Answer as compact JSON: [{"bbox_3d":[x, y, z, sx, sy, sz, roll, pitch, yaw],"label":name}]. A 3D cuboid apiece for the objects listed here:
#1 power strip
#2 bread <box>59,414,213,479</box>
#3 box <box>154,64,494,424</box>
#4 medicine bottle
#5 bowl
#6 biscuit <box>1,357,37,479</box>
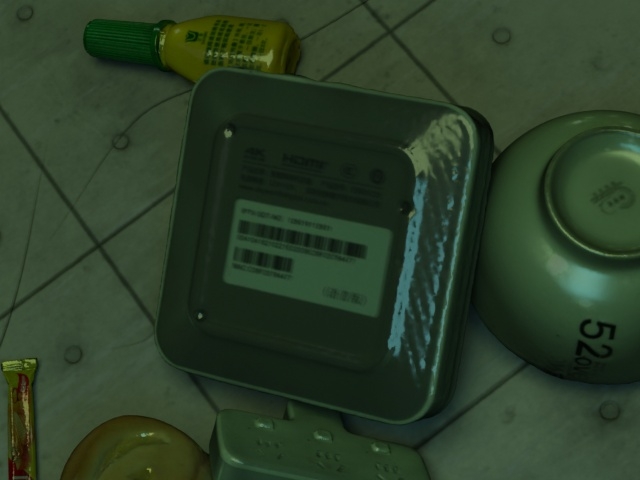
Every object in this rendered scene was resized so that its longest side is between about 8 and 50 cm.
[{"bbox_3d":[-0.003,0.255,1.912,0.265,0.193,0.059,14,111,-13],"label":"power strip"},{"bbox_3d":[-0.210,0.377,1.864,0.211,0.270,0.315,-19,60,21],"label":"bread"},{"bbox_3d":[-0.001,0.000,1.954,0.396,0.111,0.396,11,96,25],"label":"box"},{"bbox_3d":[-0.184,-0.269,2.224,0.309,0.076,0.111,9,64,15],"label":"medicine bottle"},{"bbox_3d":[0.346,-0.019,1.917,0.354,0.185,0.354,-1,66,2],"label":"bowl"},{"bbox_3d":[-0.386,0.292,2.061,0.048,0.026,0.292,-2,66,-10],"label":"biscuit"}]
